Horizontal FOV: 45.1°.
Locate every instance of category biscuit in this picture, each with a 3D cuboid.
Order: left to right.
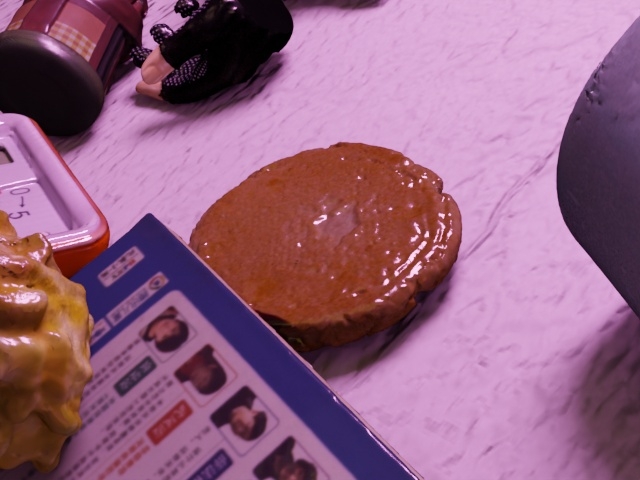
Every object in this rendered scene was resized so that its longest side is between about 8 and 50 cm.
[{"bbox_3d":[0.000,0.000,0.610,0.226,0.042,0.226,-11,42,10],"label":"biscuit"}]

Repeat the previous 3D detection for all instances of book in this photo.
[{"bbox_3d":[-0.112,0.176,0.451,0.300,0.039,0.428,-41,47,-11],"label":"book"}]

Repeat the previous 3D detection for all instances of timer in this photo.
[{"bbox_3d":[-0.329,-0.005,0.657,0.250,0.161,0.257,-28,43,-19],"label":"timer"}]

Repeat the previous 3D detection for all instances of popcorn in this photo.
[{"bbox_3d":[-0.214,0.069,0.472,0.173,0.142,0.173,1,68,-2],"label":"popcorn"}]

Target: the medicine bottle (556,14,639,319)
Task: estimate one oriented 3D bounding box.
[{"bbox_3d":[0.282,0.016,0.348,0.245,0.245,0.290,-20,45,0],"label":"medicine bottle"}]

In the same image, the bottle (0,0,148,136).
[{"bbox_3d":[-0.277,-0.248,0.898,0.156,0.143,0.271,-38,30,42],"label":"bottle"}]

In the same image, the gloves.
[{"bbox_3d":[-0.126,-0.200,0.836,0.181,0.106,0.129,-32,34,30],"label":"gloves"}]
